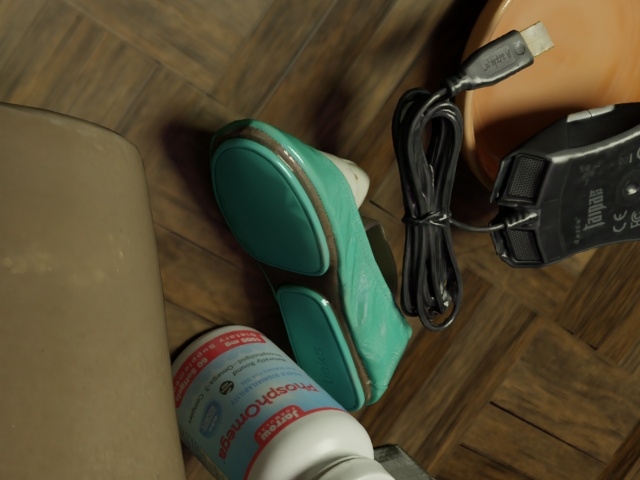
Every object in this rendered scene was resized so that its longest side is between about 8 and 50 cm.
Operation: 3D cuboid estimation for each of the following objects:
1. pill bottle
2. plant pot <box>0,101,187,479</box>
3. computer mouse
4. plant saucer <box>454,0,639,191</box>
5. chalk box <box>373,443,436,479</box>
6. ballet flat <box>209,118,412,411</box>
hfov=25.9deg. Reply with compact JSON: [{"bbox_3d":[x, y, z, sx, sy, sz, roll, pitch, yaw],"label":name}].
[{"bbox_3d":[-0.024,0.125,0.849,0.087,0.160,0.087,-20,127,-29],"label":"pill bottle"},{"bbox_3d":[-0.168,0.060,0.645,0.263,0.263,0.229,12,79,-42],"label":"plant pot"},{"bbox_3d":[0.149,-0.066,0.893,0.262,0.060,0.184,-22,125,-19],"label":"computer mouse"},{"bbox_3d":[0.165,-0.119,0.933,0.200,0.037,0.200,-19,127,-27],"label":"plant saucer"},{"bbox_3d":[-0.006,0.245,0.961,0.213,0.132,0.132,-7,121,-34],"label":"chalk box"},{"bbox_3d":[0.000,0.000,0.861,0.087,0.083,0.247,-55,141,-32],"label":"ballet flat"}]
